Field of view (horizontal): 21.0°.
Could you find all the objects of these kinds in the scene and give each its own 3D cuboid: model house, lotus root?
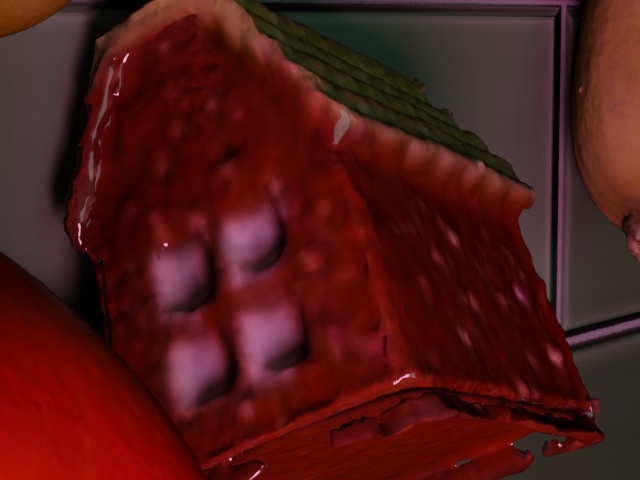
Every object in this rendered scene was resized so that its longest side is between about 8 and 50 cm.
[{"bbox_3d":[0.000,0.000,0.797,0.196,0.160,0.254,16,56,-56],"label":"model house"},{"bbox_3d":[0.231,-0.130,1.100,0.146,0.131,0.303,50,55,-70],"label":"lotus root"}]

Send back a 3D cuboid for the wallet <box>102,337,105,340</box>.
[{"bbox_3d":[-0.157,0.076,0.714,0.230,0.042,0.124,27,76,-47],"label":"wallet"}]

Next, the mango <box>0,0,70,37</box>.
[{"bbox_3d":[-0.128,-0.199,0.657,0.156,0.114,0.251,14,84,-44],"label":"mango"}]

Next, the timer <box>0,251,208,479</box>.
[{"bbox_3d":[-0.199,0.156,0.467,0.378,0.279,0.378,-15,112,-41],"label":"timer"}]
